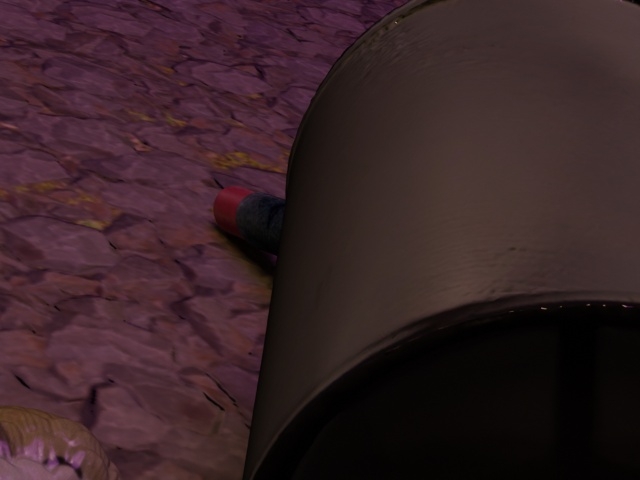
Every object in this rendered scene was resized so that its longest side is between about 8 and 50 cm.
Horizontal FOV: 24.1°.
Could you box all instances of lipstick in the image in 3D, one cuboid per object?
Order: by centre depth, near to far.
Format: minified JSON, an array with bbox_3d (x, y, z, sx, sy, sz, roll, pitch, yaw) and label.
[{"bbox_3d":[0.000,0.000,0.833,0.053,0.053,0.234,3,10,-32],"label":"lipstick"}]

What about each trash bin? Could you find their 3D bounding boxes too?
[{"bbox_3d":[0.084,0.044,0.577,0.277,0.217,0.262,-13,29,10],"label":"trash bin"}]

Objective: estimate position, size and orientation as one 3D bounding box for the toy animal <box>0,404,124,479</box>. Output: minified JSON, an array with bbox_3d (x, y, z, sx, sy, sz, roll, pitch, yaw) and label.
[{"bbox_3d":[-0.130,0.102,0.502,0.137,0.098,0.098,4,21,5],"label":"toy animal"}]
